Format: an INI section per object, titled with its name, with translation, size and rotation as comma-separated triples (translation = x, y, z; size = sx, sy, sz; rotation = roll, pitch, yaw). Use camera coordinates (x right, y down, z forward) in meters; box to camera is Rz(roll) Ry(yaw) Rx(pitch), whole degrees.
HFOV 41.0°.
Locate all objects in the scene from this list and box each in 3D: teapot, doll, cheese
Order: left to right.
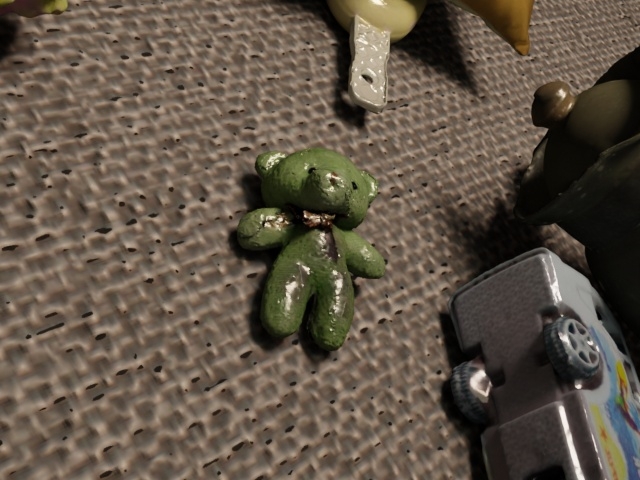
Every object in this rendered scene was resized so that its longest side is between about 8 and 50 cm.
[doll]
translation = 0.000, 0.000, 0.594
size = 0.115, 0.077, 0.150
rotation = 13, 63, -19
[cheese]
translation = 0.048, -0.212, 0.799
size = 0.127, 0.054, 0.251
rotation = 21, 49, -21
[teapot]
translation = 0.292, -0.050, 0.714
size = 0.285, 0.223, 0.305
rotation = 36, 31, -5

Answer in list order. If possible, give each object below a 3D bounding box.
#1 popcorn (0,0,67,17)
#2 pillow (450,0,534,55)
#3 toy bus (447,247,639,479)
[popcorn]
translation = -0.217, -0.182, 0.512
size = 0.145, 0.126, 0.125
rotation = 2, 30, -14
[pillow]
translation = 0.111, -0.367, 0.793
size = 0.312, 0.119, 0.310
rotation = 18, 72, -34
[toy bus]
translation = 0.184, 0.173, 0.586
size = 0.136, 0.109, 0.329
rotation = 22, 47, -37
